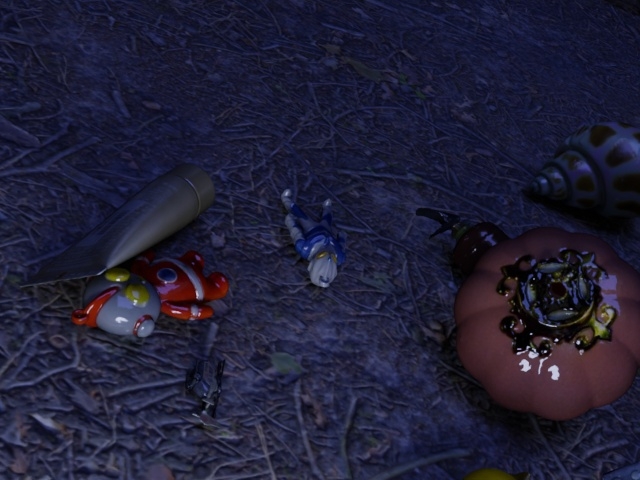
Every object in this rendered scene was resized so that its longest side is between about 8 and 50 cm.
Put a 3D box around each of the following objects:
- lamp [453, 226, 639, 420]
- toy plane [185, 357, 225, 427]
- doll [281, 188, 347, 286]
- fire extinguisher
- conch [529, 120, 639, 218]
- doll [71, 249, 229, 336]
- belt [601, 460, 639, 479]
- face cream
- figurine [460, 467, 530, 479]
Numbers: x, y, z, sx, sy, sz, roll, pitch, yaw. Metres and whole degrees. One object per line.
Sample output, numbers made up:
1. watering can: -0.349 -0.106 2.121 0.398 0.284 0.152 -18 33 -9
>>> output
1. lamp: 0.353 0.117 1.526 0.305 0.240 0.306 -3 65 7
2. toy plane: -0.148 0.193 1.299 0.049 0.031 0.121 27 32 -20
3. doll: 0.000 0.000 1.621 0.114 0.057 0.227 18 35 -24
4. fire extinguisher: 0.302 0.055 1.731 0.138 0.102 0.344 -21 60 -45
5. conch: 0.614 -0.148 2.134 0.367 0.197 0.249 14 2 -16
6. doll: -0.234 0.071 1.349 0.142 0.076 0.245 39 31 26
7. belt: 0.465 0.425 1.392 0.122 0.128 0.218 52 19 -41
8. face cream: -0.265 -0.016 1.412 0.341 0.137 0.084 -44 121 -56
9. figurine: 0.201 0.382 1.251 0.234 0.127 0.185 6 46 -46
